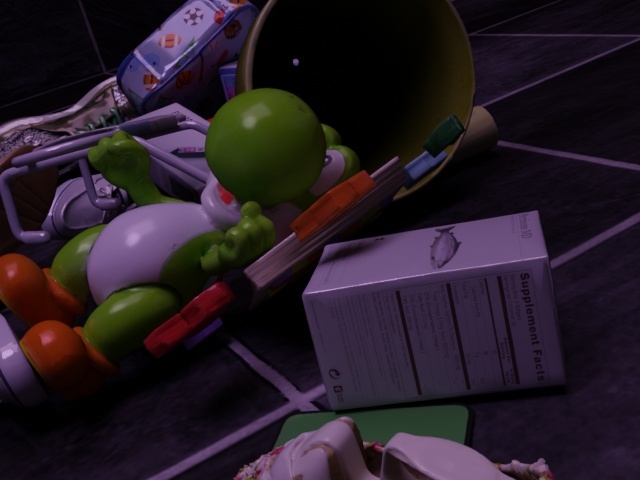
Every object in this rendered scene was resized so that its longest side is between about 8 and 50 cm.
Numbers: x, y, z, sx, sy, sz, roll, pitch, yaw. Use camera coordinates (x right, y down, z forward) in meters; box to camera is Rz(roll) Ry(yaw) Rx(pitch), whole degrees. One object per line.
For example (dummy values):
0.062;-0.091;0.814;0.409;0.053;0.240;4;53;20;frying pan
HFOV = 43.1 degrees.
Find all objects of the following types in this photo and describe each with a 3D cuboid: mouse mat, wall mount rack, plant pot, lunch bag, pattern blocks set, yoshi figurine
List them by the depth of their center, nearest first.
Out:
0.021;0.169;0.538;0.153;0.007;0.189;-7;24;19;mouse mat
0.000;0.000;0.752;0.325;0.026;0.285;-38;-5;0;pattern blocks set
-0.127;-0.025;0.753;0.362;0.203;0.203;-34;10;-12;yoshi figurine
-0.200;-0.087;0.995;0.304;0.130;0.350;-11;12;13;wall mount rack
0.000;-0.193;1.021;0.275;0.274;0.293;-22;15;-17;plant pot
-0.226;-0.314;1.505;0.303;0.243;0.115;-42;70;-4;lunch bag

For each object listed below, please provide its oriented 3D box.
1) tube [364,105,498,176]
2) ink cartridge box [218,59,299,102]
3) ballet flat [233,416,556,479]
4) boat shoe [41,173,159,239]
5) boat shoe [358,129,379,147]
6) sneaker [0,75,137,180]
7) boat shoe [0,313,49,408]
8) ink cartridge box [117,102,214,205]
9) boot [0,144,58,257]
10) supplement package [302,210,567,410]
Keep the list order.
0.118;-0.103;1.063;0.240;0.062;0.070;-26;-20;-10;tube
0.051;-0.276;1.392;0.270;0.151;0.395;-32;25;-35;ink cartridge box
0.038;0.143;0.477;0.241;0.077;0.091;-1;27;33;ballet flat
-0.330;-0.069;1.238;0.076;0.083;0.226;-5;23;27;boat shoe
0.076;-0.129;1.115;0.137;0.043;0.049;-31;-17;17;boat shoe
-0.448;-0.190;1.573;0.410;0.158;0.182;-26;34;-9;sneaker
-0.344;0.119;0.789;0.088;0.096;0.267;-33;26;-28;boat shoe
-0.159;-0.151;1.270;0.239;0.060;0.275;-29;41;-27;ink cartridge box
-0.466;-0.010;1.071;0.203;0.095;0.262;5;67;48;boot
0.090;0.053;0.630;0.179;0.105;0.105;-10;18;14;supplement package
